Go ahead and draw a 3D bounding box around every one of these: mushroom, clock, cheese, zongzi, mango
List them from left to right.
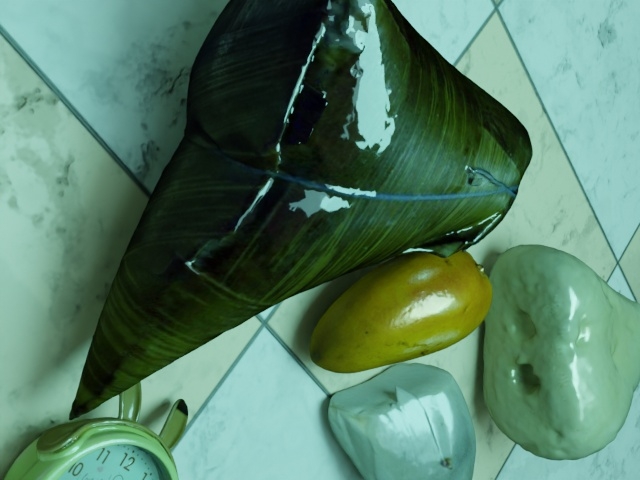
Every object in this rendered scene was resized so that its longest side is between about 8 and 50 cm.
[{"bbox_3d":[-0.195,0.224,0.760,0.170,0.069,0.232,47,65,-37],"label":"clock"},{"bbox_3d":[0.000,0.000,0.835,0.403,0.208,0.432,23,96,-50],"label":"zongzi"},{"bbox_3d":[0.086,0.080,0.947,0.219,0.145,0.112,-25,74,-23],"label":"mango"},{"bbox_3d":[0.118,0.297,1.045,0.159,0.122,0.328,-16,112,-1],"label":"mushroom"},{"bbox_3d":[0.294,0.143,1.120,0.251,0.174,0.247,43,60,-40],"label":"cheese"}]
